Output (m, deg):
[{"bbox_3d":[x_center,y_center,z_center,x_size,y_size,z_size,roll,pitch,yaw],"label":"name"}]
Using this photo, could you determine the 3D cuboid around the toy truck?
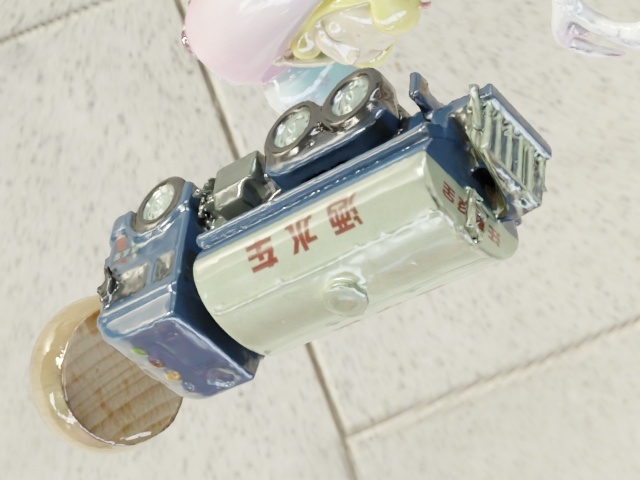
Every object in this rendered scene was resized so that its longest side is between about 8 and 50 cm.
[{"bbox_3d":[0.000,0.000,0.722,0.202,0.088,0.074,-25,130,32],"label":"toy truck"}]

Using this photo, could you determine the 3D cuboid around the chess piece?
[{"bbox_3d":[-0.110,0.069,0.921,0.084,0.038,0.083,2,86,-35],"label":"chess piece"}]

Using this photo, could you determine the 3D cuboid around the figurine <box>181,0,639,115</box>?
[{"bbox_3d":[0.096,-0.214,1.326,0.284,0.316,0.206,20,59,-28],"label":"figurine"}]
